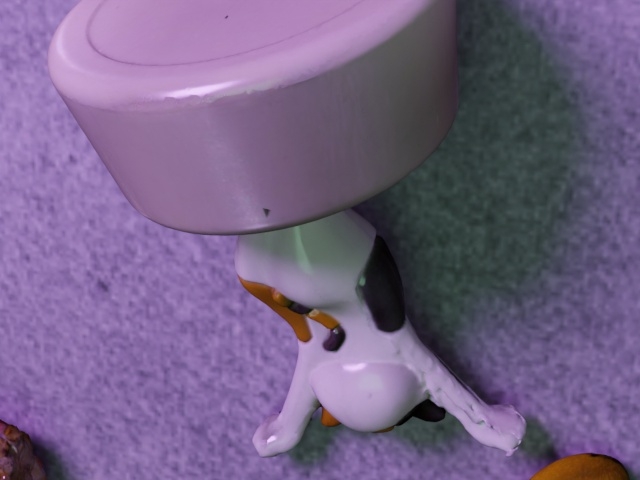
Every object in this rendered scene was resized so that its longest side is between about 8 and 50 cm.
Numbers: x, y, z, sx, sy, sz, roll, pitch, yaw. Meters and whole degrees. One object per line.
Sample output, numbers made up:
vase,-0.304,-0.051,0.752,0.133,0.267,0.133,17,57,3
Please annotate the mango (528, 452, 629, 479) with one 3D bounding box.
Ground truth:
mango,0.134,0.206,0.673,0.098,0.075,0.190,-12,100,-7

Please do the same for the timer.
timer,0.000,0.000,0.607,0.175,0.175,0.266,-7,124,15

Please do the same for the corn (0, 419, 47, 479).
corn,-0.272,0.130,0.739,0.237,0.079,0.079,1,110,15
